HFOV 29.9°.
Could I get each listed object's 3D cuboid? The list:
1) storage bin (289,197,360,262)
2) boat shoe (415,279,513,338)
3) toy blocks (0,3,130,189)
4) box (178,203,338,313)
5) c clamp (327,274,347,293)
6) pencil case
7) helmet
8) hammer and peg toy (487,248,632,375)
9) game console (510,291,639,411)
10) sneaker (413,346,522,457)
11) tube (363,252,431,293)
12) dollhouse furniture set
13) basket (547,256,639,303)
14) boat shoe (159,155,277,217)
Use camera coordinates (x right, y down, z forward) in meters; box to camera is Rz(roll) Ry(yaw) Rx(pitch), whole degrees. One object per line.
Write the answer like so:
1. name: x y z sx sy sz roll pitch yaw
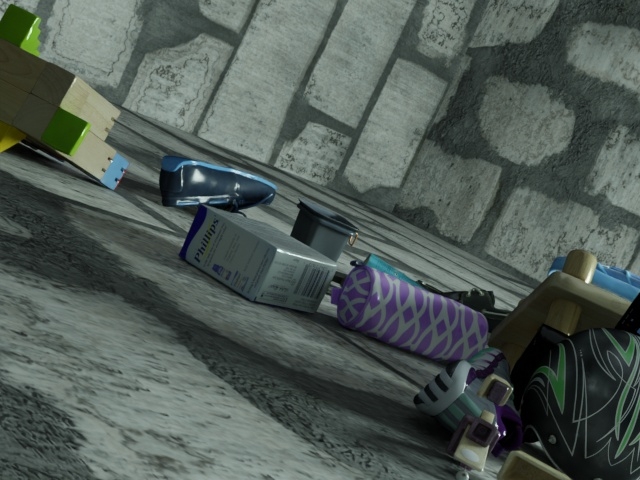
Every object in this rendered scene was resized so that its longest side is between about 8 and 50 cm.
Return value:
1. storage bin: 0.000 0.000 1.884 0.098 0.091 0.135 23 7 -18
2. boat shoe: 0.263 0.114 2.030 0.233 0.079 0.084 24 7 6
3. toy blocks: -0.422 -0.200 1.683 0.381 0.191 0.261 27 -6 18
4. box: -0.075 0.023 1.438 0.137 0.072 0.126 30 8 36
5. c clamp: 0.031 0.071 1.743 0.137 0.022 0.160 17 9 -18
6. pencil case: 0.113 0.100 1.513 0.206 0.086 0.088 24 -22 -25
7. helmet: 0.289 0.173 1.224 0.169 0.169 0.161 24 -11 -5
8. hammer and peg toy: 0.412 0.157 1.499 0.361 0.127 0.266 24 -24 0
9. game console: 0.352 0.119 1.312 0.213 0.361 0.044 24 48 4
10. sneaker: 0.162 0.169 1.188 0.098 0.083 0.223 48 16 14
11. tube: 0.157 0.093 1.943 0.207 0.052 0.080 30 11 -4
12. dollhouse furniture set: 0.166 0.184 0.998 0.114 0.091 0.081 28 21 7
13. basket: 0.460 0.140 1.816 0.254 0.201 0.289 26 -26 18
14. boat shoe: -0.174 -0.076 1.914 0.109 0.089 0.258 12 1 40
